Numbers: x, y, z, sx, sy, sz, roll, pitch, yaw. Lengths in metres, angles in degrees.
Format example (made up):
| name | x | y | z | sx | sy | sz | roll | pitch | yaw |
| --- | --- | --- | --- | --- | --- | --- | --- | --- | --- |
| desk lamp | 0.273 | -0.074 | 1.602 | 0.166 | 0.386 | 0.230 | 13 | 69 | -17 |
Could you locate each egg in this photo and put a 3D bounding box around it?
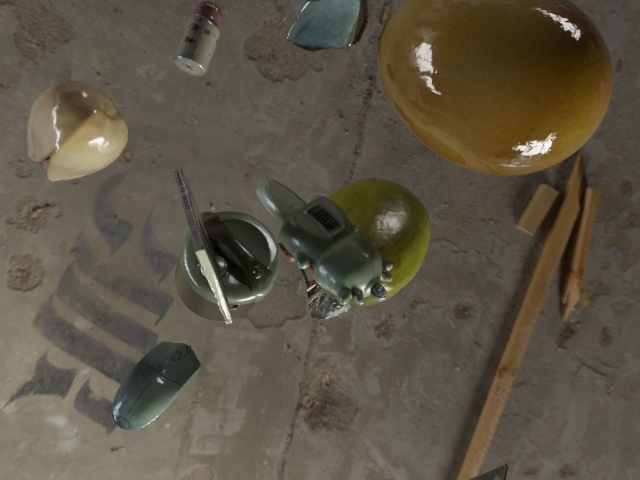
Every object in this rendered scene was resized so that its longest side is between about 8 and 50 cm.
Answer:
| name | x | y | z | sx | sy | sz | roll | pitch | yaw |
| --- | --- | --- | --- | --- | --- | --- | --- | --- | --- |
| egg | 0.232 | -0.228 | 0.705 | 0.322 | 0.250 | 0.250 | 25 | 95 | 4 |

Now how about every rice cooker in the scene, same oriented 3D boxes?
| name | x | y | z | sx | sy | sz | roll | pitch | yaw |
| --- | --- | --- | --- | --- | --- | --- | --- | --- | --- |
| rice cooker | -0.309 | 0.080 | 1.659 | 0.335 | 0.325 | 0.335 | 8 | 63 | -17 |

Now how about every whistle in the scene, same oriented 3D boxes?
| name | x | y | z | sx | sy | sz | roll | pitch | yaw |
| --- | --- | --- | --- | --- | --- | --- | --- | --- | --- |
| whistle | -0.001 | 0.000 | 0.721 | 0.253 | 0.102 | 0.105 | 43 | 117 | 20 |

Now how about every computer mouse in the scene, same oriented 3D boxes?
| name | x | y | z | sx | sy | sz | roll | pitch | yaw |
| --- | --- | --- | --- | --- | --- | --- | --- | --- | --- |
| computer mouse | -0.335 | 0.288 | 1.051 | 0.113 | 0.229 | 0.068 | 31 | 134 | 5 |

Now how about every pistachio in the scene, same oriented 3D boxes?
| name | x | y | z | sx | sy | sz | roll | pitch | yaw |
| --- | --- | --- | --- | --- | --- | --- | --- | --- | --- |
| pistachio | -0.531 | -0.223 | 1.080 | 0.187 | 0.299 | 0.187 | 16 | 65 | -40 |

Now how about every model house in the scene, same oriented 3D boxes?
| name | x | y | z | sx | sy | sz | roll | pitch | yaw |
| --- | --- | --- | --- | --- | --- | --- | --- | --- | --- |
| model house | 0.024 | -0.451 | 1.035 | 0.165 | 0.152 | 0.106 | 5 | 118 | 16 |

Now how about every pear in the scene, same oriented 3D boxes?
| name | x | y | z | sx | sy | sz | roll | pitch | yaw |
| --- | --- | --- | --- | --- | --- | --- | --- | --- | --- |
| pear | 0.096 | 0.004 | 1.034 | 0.253 | 0.307 | 0.252 | 8 | 126 | 11 |

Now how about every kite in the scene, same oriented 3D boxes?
| name | x | y | z | sx | sy | sz | roll | pitch | yaw |
| --- | --- | --- | --- | --- | --- | --- | --- | --- | --- |
| kite | 0.008 | 0.093 | 1.349 | 0.152 | 0.015 | 0.285 | -23 | 122 | -4 |

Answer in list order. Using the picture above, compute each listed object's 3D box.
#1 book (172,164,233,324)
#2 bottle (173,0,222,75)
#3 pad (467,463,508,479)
| name | x | y | z | sx | sy | sz | roll | pitch | yaw |
| --- | --- | --- | --- | --- | --- | --- | --- | --- | --- |
| book | -0.146 | 0.002 | 0.624 | 0.014 | 0.181 | 0.127 | -20 | 132 | -9 |
| bottle | -0.389 | -0.664 | 1.642 | 0.110 | 0.110 | 0.233 | 19 | 79 | -16 |
| pad | 0.238 | 0.473 | 0.843 | 0.006 | 0.245 | 0.170 | 27 | 55 | 7 |
